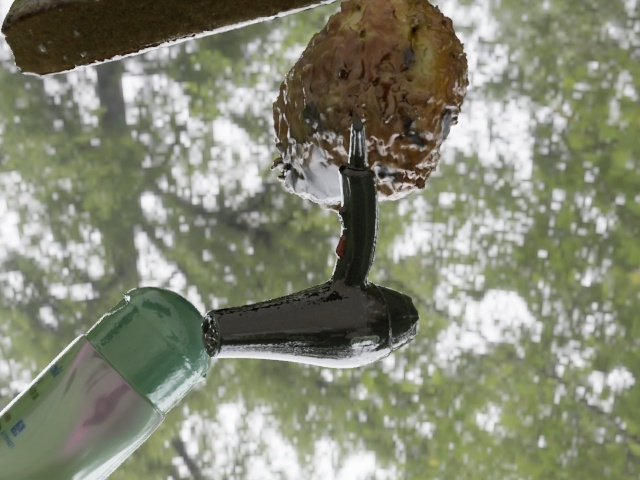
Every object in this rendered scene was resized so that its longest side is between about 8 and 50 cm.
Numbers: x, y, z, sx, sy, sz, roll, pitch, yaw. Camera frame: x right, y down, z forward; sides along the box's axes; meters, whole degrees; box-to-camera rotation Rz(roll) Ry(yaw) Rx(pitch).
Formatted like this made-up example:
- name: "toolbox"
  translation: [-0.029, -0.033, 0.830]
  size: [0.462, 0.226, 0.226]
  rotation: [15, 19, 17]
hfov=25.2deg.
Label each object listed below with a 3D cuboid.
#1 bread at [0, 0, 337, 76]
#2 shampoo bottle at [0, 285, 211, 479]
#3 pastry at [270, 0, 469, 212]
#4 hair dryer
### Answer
- name: "bread"
  translation: [-0.157, -0.303, 1.673]
  size: [0.416, 0.113, 0.165]
  rotation: [-14, -155, 12]
- name: "shampoo bottle"
  translation: [-0.281, 0.204, 1.779]
  size: [0.349, 0.151, 0.222]
  rotation: [-44, -169, -6]
- name: "pastry"
  translation: [0.085, -0.217, 2.435]
  size: [0.292, 0.405, 0.337]
  rotation: [29, -147, -20]
- name: "hair dryer"
  translation: [0.000, 0.000, 1.426]
  size: [0.235, 0.272, 0.091]
  rotation: [-2, -162, -28]
